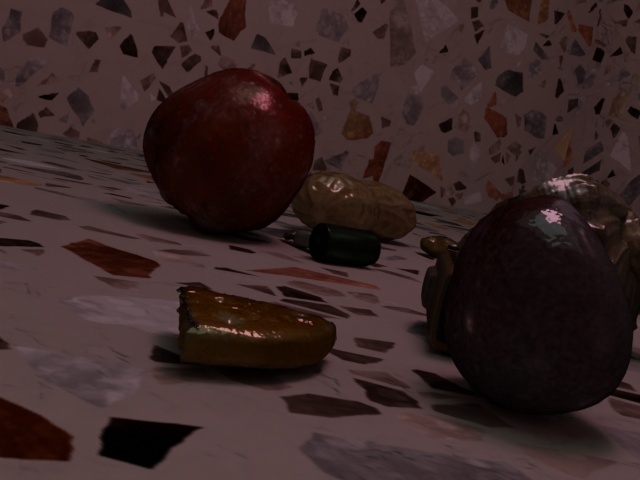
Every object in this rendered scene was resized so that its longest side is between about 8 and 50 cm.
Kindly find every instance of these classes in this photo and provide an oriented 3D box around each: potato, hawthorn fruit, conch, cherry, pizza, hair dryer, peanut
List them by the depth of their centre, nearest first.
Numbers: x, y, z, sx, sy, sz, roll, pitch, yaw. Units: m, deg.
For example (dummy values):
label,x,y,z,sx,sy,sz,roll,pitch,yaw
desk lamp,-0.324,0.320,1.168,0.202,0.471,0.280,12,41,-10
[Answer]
label,x,y,z,sx,sy,sz,roll,pitch,yaw
pizza,-0.065,0.070,0.717,0.130,0.041,0.178,18,8,24
cherry,0.171,0.055,0.740,0.140,0.176,0.176,-15,12,-9
conch,0.299,0.044,1.105,0.291,0.159,0.210,-22,-33,2
hair dryer,0.000,0.000,1.434,0.100,0.057,0.197,10,1,-34
hawthorn fruit,-0.139,-0.131,1.440,0.284,0.284,0.284,12,6,-1
potato,0.230,0.013,1.745,0.092,0.045,0.046,13,42,32
peanut,0.075,-0.059,1.771,0.298,0.120,0.136,6,32,-46

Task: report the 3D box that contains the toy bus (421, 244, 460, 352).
label,x,y,z,sx,sy,sz,roll,pitch,yaw
toy bus,0.158,0.065,0.963,0.103,0.091,0.182,13,8,4
